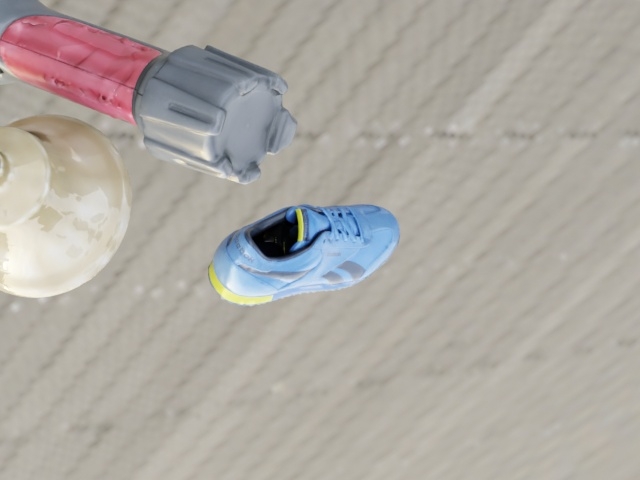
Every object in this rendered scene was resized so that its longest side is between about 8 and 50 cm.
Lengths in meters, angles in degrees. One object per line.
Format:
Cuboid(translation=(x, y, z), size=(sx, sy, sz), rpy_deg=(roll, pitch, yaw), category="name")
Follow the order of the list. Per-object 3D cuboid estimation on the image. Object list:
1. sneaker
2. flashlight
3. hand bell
Cuboid(translation=(0.000, 0.000, 1.733), size=(0.209, 0.069, 0.082), rpy_deg=(-15, 155, -37), category="sneaker")
Cuboid(translation=(-0.170, -0.119, 1.277), size=(0.103, 0.304, 0.103), rpy_deg=(-50, 147, -29), category="flashlight")
Cuboid(translation=(-0.212, -0.050, 1.191), size=(0.126, 0.126, 0.242), rpy_deg=(-36, 162, 3), category="hand bell")
